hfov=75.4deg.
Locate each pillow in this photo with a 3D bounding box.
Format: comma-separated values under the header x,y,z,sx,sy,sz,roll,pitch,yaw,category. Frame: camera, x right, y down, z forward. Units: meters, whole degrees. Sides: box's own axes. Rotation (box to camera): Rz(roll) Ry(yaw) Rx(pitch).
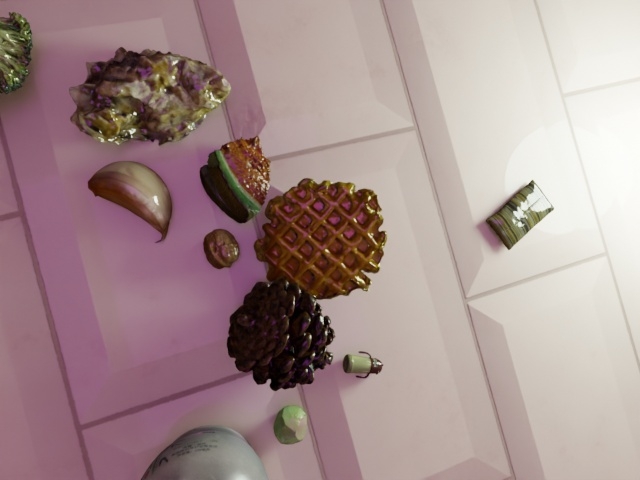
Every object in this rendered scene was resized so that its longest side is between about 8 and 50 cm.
x,y,z,sx,sy,sz,roll,pitch,yaw,category
0.574,-0.075,1.181,0.203,0.038,0.113,-39,94,-13,pillow

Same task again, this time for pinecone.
x,y,z,sx,sy,sz,roll,pitch,yaw,category
-0.091,0.220,0.929,0.243,0.243,0.257,-29,134,-13,pinecone

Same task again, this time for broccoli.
x,y,z,sx,sy,sz,roll,pitch,yaw,category
-0.730,-0.455,0.785,0.221,0.362,0.252,3,47,-5,broccoli

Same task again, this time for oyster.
x,y,z,sx,sy,sz,roll,pitch,yaw,category
-0.386,-0.345,0.959,0.351,0.115,0.238,-8,87,-12,oyster

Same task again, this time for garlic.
x,y,z,sx,sy,sz,roll,pitch,yaw,category
-0.410,-0.106,0.938,0.206,0.115,0.128,41,73,-9,garlic

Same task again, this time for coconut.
x,y,z,sx,sy,sz,roll,pitch,yaw,category
-0.073,0.442,0.987,0.083,0.081,0.082,38,44,7,coconut

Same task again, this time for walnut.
x,y,z,sx,sy,sz,roll,pitch,yaw,category
-0.235,0.021,0.984,0.078,0.082,0.096,-28,86,19,walnut

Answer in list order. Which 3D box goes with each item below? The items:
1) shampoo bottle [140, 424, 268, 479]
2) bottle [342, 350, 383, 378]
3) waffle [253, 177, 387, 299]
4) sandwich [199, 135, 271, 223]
x,y,z,sx,sy,sz,roll,pitch,yaw,category
-0.239,0.536,0.845,0.272,0.266,0.273,0,88,-12,shampoo bottle
0.109,0.318,1.052,0.101,0.047,0.063,9,111,-15,bottle
0.000,0.000,0.996,0.324,0.068,0.302,-4,102,-3,waffle
-0.186,-0.143,1.000,0.160,0.109,0.185,-35,92,-32,sandwich
